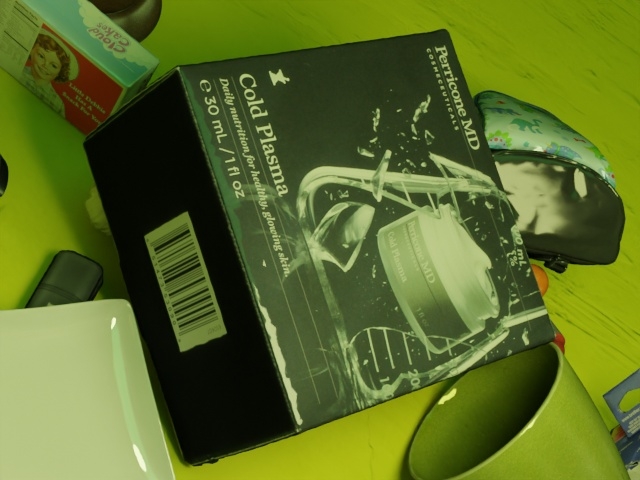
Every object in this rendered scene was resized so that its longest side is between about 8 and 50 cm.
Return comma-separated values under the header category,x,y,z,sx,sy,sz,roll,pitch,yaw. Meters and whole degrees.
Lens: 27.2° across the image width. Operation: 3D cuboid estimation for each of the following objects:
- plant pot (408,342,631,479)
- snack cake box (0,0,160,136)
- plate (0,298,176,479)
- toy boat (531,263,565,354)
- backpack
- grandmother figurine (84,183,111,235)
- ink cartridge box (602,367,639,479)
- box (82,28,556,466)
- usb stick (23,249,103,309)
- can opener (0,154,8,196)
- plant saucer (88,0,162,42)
category,x,y,z,sx,sy,sz,roll,pitch,yaw
plant pot,0.323,0.340,1.891,0.293,0.275,0.275,47,46,-14
snack cake box,-0.385,-0.286,1.970,0.264,0.152,0.089,40,47,0
plate,-0.330,0.219,1.670,0.278,0.045,0.277,-4,73,-44
toy boat,0.297,0.101,2.061,0.231,0.151,0.151,23,20,-28
backpack,0.317,-0.105,2.146,0.290,0.355,0.273,14,91,-6
grandmother figurine,-0.187,-0.052,1.959,0.342,0.104,0.207,1,49,-33
ink cartridge box,0.609,0.353,2.018,0.395,0.270,0.151,34,46,-6
box,0.000,0.000,1.823,0.472,0.297,0.479,-15,83,-39
usb stick,-0.370,0.124,1.758,0.077,0.045,0.278,31,48,-9
can opener,-0.486,-0.144,1.885,0.059,0.073,0.186,-17,57,5
plant saucer,-0.396,-0.438,2.145,0.311,0.050,0.310,16,51,-21
